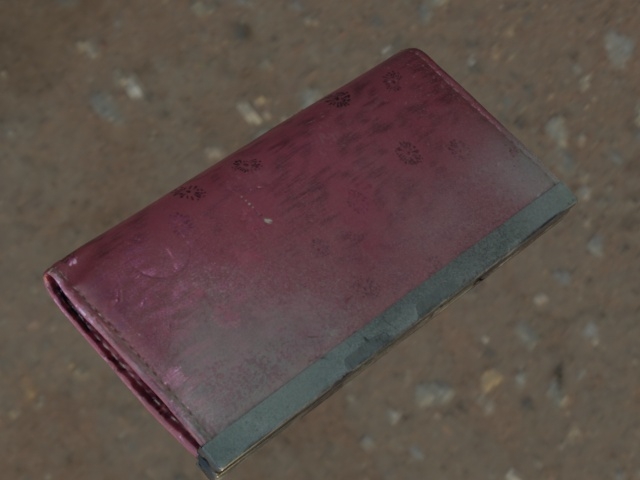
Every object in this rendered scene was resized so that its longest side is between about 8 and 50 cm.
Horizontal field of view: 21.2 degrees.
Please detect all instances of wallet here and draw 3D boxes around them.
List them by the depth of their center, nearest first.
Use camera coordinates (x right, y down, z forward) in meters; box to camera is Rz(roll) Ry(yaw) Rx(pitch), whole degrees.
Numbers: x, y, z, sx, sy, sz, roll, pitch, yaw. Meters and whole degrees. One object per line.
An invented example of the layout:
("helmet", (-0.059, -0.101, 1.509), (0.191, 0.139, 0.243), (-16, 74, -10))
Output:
("wallet", (0.000, 0.000, 0.769), (0.119, 0.232, 0.025), (46, 147, 16))
